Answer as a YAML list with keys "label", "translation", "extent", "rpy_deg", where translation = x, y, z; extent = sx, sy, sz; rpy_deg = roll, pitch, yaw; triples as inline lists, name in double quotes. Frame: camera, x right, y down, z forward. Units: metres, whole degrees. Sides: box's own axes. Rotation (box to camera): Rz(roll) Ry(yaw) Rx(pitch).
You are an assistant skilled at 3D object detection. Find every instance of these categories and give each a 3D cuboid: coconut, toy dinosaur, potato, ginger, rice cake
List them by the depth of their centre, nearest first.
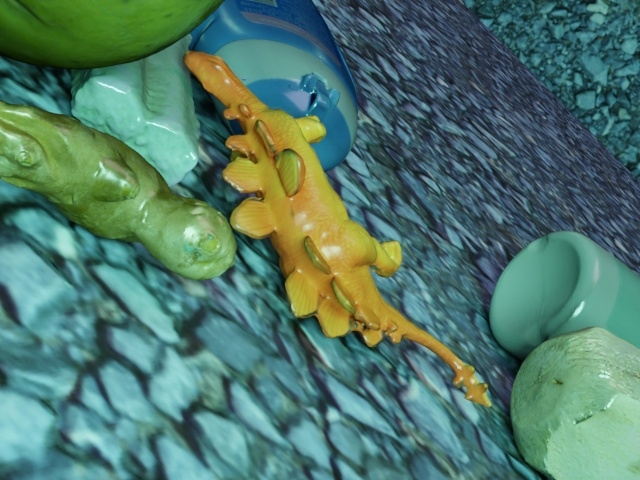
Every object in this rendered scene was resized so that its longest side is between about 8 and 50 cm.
- label: "ginger"
  translation: [-0.140, -0.046, 0.542]
  extent: [0.193, 0.052, 0.176]
  rpy_deg: [37, 10, 22]
- label: "potato"
  translation: [-0.151, -0.150, 0.618]
  extent: [0.160, 0.111, 0.272]
  rpy_deg: [43, -9, -34]
- label: "toy dinosaur"
  translation: [0.000, 0.000, 0.700]
  extent: [0.288, 0.070, 0.117]
  rpy_deg: [54, 20, 4]
- label: "rice cake"
  translation: [-0.120, -0.114, 0.745]
  extent: [0.085, 0.040, 0.226]
  rpy_deg: [35, 20, -27]
- label: "coconut"
  translation: [0.191, 0.123, 0.775]
  extent: [0.124, 0.110, 0.110]
  rpy_deg: [30, 22, -17]

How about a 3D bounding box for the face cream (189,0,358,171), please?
- label: "face cream"
  translation: [-0.035, -0.134, 0.893]
  extent: [0.149, 0.083, 0.264]
  rpy_deg: [26, 24, -25]

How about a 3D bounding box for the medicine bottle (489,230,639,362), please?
- label: "medicine bottle"
  translation: [0.296, 0.120, 0.982]
  extent: [0.352, 0.110, 0.110]
  rpy_deg: [33, 21, -28]
